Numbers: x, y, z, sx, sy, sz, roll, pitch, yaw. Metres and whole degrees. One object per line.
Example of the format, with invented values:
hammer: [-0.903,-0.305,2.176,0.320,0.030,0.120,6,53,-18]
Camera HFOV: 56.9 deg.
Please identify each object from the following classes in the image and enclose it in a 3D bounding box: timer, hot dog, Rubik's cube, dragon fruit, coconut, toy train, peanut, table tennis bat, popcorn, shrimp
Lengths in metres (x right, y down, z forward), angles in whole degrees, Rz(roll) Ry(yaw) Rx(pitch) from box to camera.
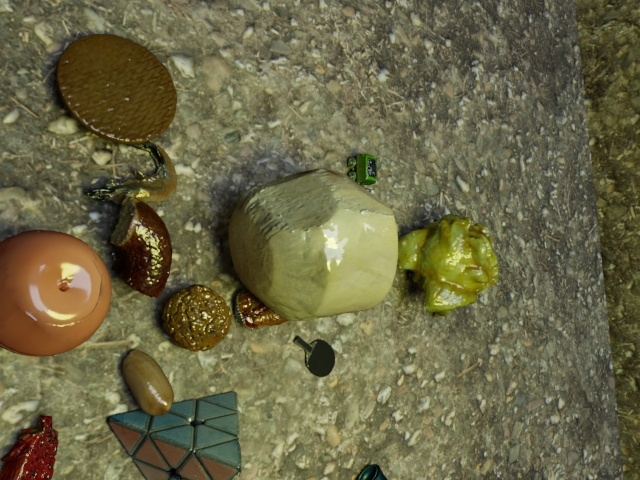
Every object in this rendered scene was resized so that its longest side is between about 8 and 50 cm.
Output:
timer: [-0.503,0.095,1.070,0.230,0.215,0.229,13,71,-44]
hot dog: [-0.130,0.164,1.482,0.191,0.059,0.108,-11,87,-39]
Rubik's cube: [-0.274,0.450,1.262,0.229,0.228,0.233,-27,61,-3]
dragon fruit: [-0.550,0.394,1.105,0.097,0.063,0.131,36,57,-69]
coconut: [0.000,0.000,1.414,0.416,0.344,0.415,15,39,-13]
toy train: [0.124,-0.156,1.723,0.060,0.081,0.202,4,82,-41]
peanut: [-0.364,0.301,1.249,0.076,0.076,0.152,-26,80,-40]
table tennis bat: [-0.015,0.305,1.590,0.158,0.014,0.095,44,60,-30]
popcorn: [0.402,0.088,1.805,0.321,0.290,0.325,56,35,-18]
shrimp: [-0.410,-0.151,1.286,0.219,0.046,0.152,-16,96,-44]

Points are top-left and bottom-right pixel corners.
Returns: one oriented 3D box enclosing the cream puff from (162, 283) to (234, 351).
cream puff: [-0.270,0.172,1.320,0.165,0.115,0.149,9,81,-39]

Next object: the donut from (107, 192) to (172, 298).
donut: [-0.365,0.014,1.233,0.144,0.126,0.186,19,98,-24]

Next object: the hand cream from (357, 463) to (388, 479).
hand cream: [0.183,0.762,1.682,0.120,0.061,0.270,-44,120,-41]

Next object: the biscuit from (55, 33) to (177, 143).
biscuit: [-0.434,-0.325,1.272,0.262,0.037,0.261,15,63,-33]
